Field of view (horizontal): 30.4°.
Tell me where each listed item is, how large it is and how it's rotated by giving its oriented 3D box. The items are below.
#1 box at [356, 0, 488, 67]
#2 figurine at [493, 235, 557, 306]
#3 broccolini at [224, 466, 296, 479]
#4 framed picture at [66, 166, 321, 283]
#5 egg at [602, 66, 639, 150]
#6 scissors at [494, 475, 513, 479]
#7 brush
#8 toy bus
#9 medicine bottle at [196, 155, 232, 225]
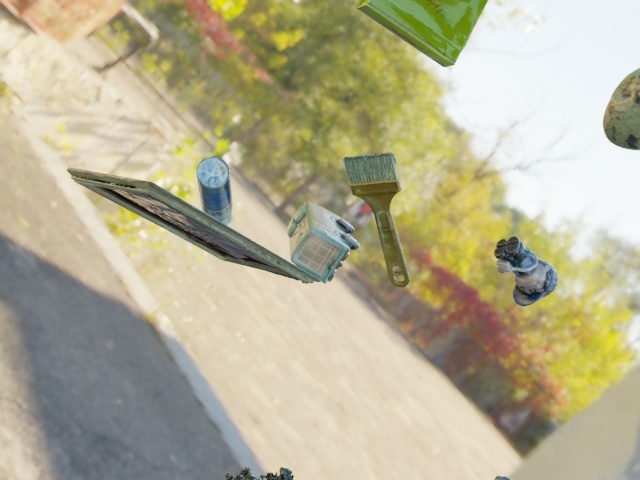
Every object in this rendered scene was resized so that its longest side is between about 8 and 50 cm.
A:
[{"bbox_3d":[0.216,-0.473,1.926,0.187,0.335,0.047,31,-7,-20],"label":"box"},{"bbox_3d":[0.334,0.042,1.931,0.136,0.077,0.079,54,38,-27],"label":"figurine"},{"bbox_3d":[-0.014,0.415,1.832,0.271,0.062,0.123,32,-25,-26],"label":"broccolini"},{"bbox_3d":[-0.155,-0.015,1.432,0.273,0.016,0.216,31,-12,-35],"label":"framed picture"},{"bbox_3d":[0.563,-0.226,2.003,0.141,0.181,0.141,35,35,-29],"label":"egg"},{"bbox_3d":[0.251,0.414,1.630,0.041,0.138,0.289,17,-42,23],"label":"scissors"},{"bbox_3d":[0.096,-0.028,1.782,0.010,0.082,0.218,-44,124,-57],"label":"brush"},{"bbox_3d":[0.000,0.000,2.068,0.109,0.091,0.262,32,8,-9],"label":"toy bus"},{"bbox_3d":[-0.159,-0.070,1.789,0.051,0.051,0.191,50,-15,13],"label":"medicine bottle"}]
